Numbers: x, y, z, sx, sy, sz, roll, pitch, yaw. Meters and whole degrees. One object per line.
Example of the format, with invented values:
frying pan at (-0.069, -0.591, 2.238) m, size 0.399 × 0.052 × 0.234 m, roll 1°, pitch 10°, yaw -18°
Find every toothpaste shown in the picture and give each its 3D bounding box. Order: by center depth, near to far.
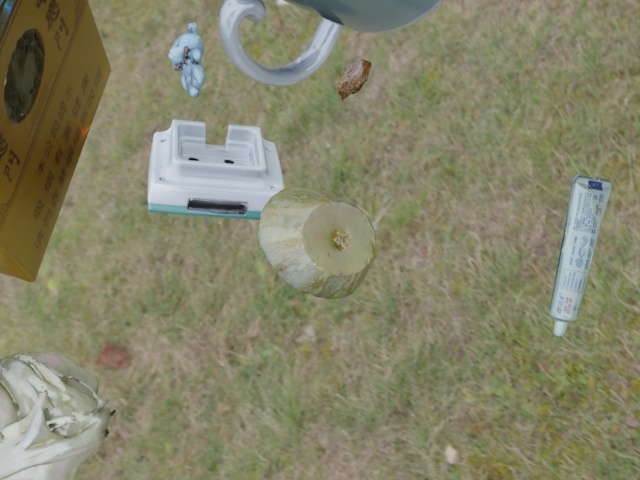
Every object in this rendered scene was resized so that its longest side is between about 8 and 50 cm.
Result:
toothpaste at (0.418, 0.027, 1.556) m, size 0.069 × 0.047 × 0.268 m, roll 11°, pitch 100°, yaw 6°

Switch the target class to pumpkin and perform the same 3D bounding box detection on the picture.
pumpkin at (0.013, -0.010, 1.605) m, size 0.110 × 0.217 × 0.217 m, roll -33°, pitch 53°, yaw 47°

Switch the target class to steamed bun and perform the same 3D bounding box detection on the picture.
steamed bun at (-0.455, 0.290, 1.387) m, size 0.280 × 0.207 × 0.268 m, roll -55°, pitch 16°, yaw -1°

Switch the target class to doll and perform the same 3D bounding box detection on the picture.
doll at (-0.288, -0.376, 2.022) m, size 0.120 × 0.075 × 0.180 m, roll -56°, pitch 28°, yaw 37°

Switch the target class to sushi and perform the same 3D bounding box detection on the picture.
sushi at (0.073, -0.336, 1.986) m, size 0.099 × 0.047 × 0.050 m, roll -43°, pitch 34°, yaw 4°

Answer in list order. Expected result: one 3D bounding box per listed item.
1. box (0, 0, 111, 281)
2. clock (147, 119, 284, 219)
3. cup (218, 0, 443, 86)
box at (-0.300, -0.147, 0.809) m, size 0.115 × 0.415 × 0.264 m, roll 15°, pitch 71°, yaw 2°
clock at (-0.204, -0.140, 1.867) m, size 0.231 × 0.262 × 0.116 m, roll -105°, pitch 21°, yaw -60°
cup at (-0.014, -0.353, 1.113) m, size 0.259 × 0.274 × 0.357 m, roll 36°, pitch 107°, yaw 32°
